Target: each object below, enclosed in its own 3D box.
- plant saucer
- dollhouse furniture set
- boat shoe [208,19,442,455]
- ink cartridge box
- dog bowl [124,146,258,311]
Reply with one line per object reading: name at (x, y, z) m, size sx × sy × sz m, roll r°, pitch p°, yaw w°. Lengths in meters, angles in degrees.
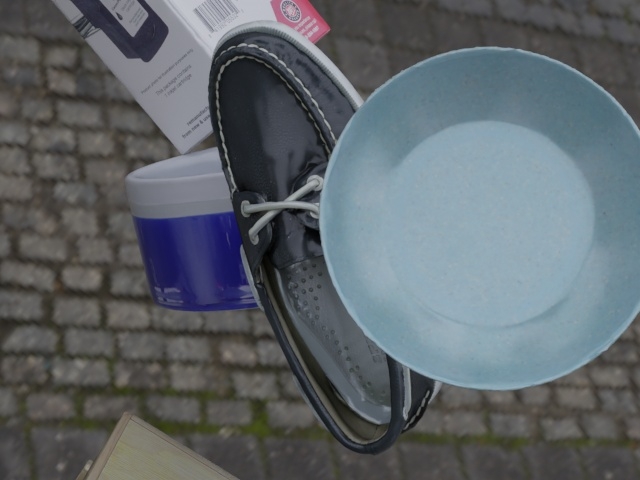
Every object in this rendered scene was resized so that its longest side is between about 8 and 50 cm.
plant saucer at (0.096, -0.011, 0.961) m, size 0.195 × 0.037 × 0.195 m, roll 0°, pitch 85°, yaw 1°
dollhouse furniture set at (-0.148, 0.276, 1.295) m, size 0.161 × 0.242 × 0.212 m, roll 32°, pitch 32°, yaw -5°
boat shoe at (0.000, 0.000, 1.137) m, size 0.302 × 0.114 × 0.091 m, roll 63°, pitch 27°, yaw -11°
ink cartridge box at (-0.128, -0.219, 1.448) m, size 0.237 × 0.100 × 0.172 m, roll 50°, pitch 36°, yaw -6°
dog bowl at (-0.016, -0.025, 1.341) m, size 0.265 × 0.265 × 0.104 m, roll -18°, pitch 102°, yaw -41°
